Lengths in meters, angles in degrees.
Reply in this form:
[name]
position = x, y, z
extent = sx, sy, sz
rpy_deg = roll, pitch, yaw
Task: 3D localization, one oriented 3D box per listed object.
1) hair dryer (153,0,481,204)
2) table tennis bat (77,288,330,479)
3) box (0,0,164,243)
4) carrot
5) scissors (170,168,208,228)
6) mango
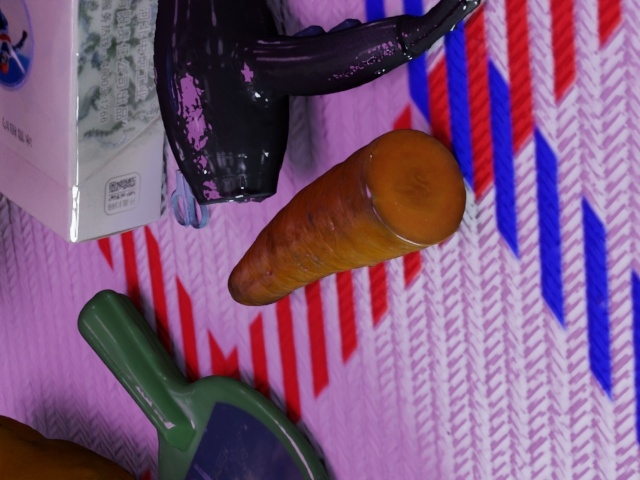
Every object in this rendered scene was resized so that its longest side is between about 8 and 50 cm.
[hair dryer]
position = -0.003, -0.121, 0.988
extent = 0.219, 0.075, 0.195
rpy_deg = -6, 91, 44
[table tennis bat]
position = -0.070, 0.130, 1.198
extent = 0.257, 0.039, 0.160
rpy_deg = 50, 138, 24
[box]
position = -0.164, -0.147, 1.169
extent = 0.164, 0.069, 0.256
rpy_deg = 33, 129, 42
[carrot]
position = 0.000, 0.000, 1.031
extent = 0.210, 0.061, 0.061
rpy_deg = -30, 81, 58
[scissors]
position = -0.083, -0.047, 1.158
extent = 0.036, 0.006, 0.083
rpy_deg = 13, 115, 52
[mango]
position = -0.200, 0.204, 1.327
extent = 0.262, 0.130, 0.167
rpy_deg = 3, 103, 47
